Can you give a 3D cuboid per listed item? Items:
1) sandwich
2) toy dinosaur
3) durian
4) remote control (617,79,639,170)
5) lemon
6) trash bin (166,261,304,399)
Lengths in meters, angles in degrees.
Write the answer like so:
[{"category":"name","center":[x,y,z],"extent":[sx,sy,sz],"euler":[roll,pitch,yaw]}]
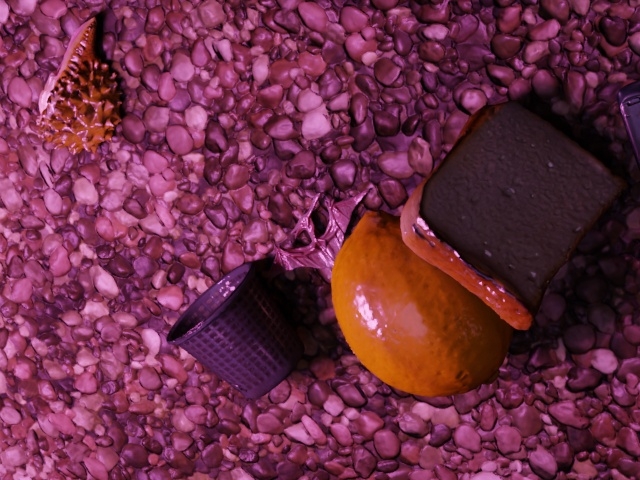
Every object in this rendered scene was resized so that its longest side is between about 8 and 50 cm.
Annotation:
[{"category":"sandwich","center":[0.245,-0.041,1.792],"extent":[0.226,0.251,0.087],"euler":[38,154,3]},{"category":"toy dinosaur","center":[0.000,0.001,2.020],"extent":[0.220,0.032,0.108],"euler":[-41,87,20]},{"category":"durian","center":[-0.367,-0.225,2.057],"extent":[0.140,0.078,0.224],"euler":[19,116,14]},{"category":"remote control","center":[0.448,-0.104,1.793],"extent":[0.072,0.042,0.222],"euler":[-20,100,29]},{"category":"lemon","center":[0.139,0.090,1.887],"extent":[0.236,0.236,0.263],"euler":[-40,65,29]},{"category":"trash bin","center":[-0.113,0.145,2.054],"extent":[0.175,0.175,0.161],"euler":[-37,103,29]}]
